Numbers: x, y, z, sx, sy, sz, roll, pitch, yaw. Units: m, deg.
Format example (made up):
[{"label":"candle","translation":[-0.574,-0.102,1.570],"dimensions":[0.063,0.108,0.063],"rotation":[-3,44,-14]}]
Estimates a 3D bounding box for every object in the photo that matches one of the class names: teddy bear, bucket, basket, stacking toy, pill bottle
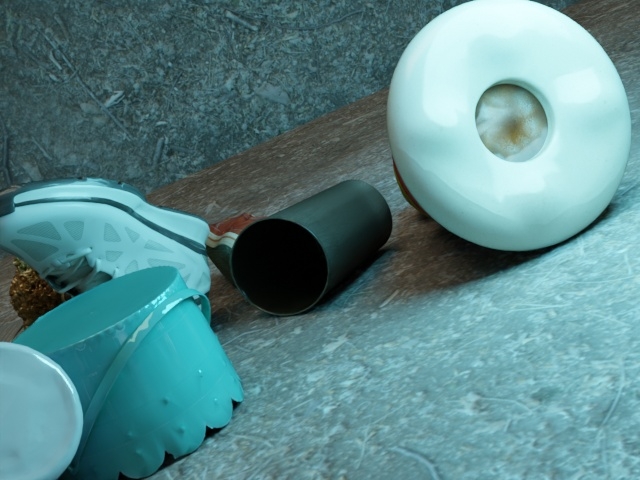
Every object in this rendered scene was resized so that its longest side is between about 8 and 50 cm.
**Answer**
[{"label":"teddy bear","translation":[-0.344,0.069,1.677],"dimensions":[0.113,0.245,0.338],"rotation":[27,7,35]},{"label":"bucket","translation":[-0.250,0.166,1.283],"dimensions":[0.281,0.183,0.281],"rotation":[-22,16,7]},{"label":"basket","translation":[0.000,0.000,1.585],"dimensions":[0.204,0.154,0.227],"rotation":[-27,4,43]},{"label":"stacking toy","translation":[0.216,-0.137,1.553],"dimensions":[0.350,0.350,0.480],"rotation":[-27,0,-14]},{"label":"pill bottle","translation":[-0.389,0.240,1.136],"dimensions":[0.169,0.169,0.301],"rotation":[-35,-5,-39]}]

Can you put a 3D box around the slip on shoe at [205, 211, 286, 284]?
[{"label":"slip on shoe","translation":[-0.140,0.007,1.767],"dimensions":[0.101,0.123,0.331],"rotation":[-40,12,-16]}]

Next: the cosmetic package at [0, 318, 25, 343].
[{"label":"cosmetic package","translation":[-0.604,0.230,1.760],"dimensions":[0.238,0.107,0.127],"rotation":[-18,18,7]}]

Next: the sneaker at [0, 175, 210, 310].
[{"label":"sneaker","translation":[-0.298,0.069,1.454],"dimensions":[0.169,0.257,0.447],"rotation":[-19,-19,28]}]
